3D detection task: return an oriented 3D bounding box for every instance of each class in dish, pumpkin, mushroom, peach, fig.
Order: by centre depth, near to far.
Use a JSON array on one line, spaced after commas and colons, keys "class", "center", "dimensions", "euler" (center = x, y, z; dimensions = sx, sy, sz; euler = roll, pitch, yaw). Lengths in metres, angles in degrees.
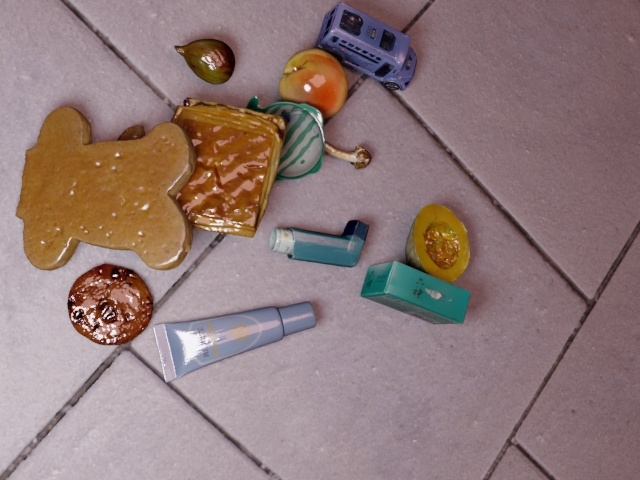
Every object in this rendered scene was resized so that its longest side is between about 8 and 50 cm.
[{"class": "fig", "center": [-0.288, -0.450, 1.726], "dimensions": [0.154, 0.103, 0.109], "euler": [6, 58, -30]}, {"class": "dish", "center": [-0.084, -0.269, 1.774], "dimensions": [0.246, 0.224, 0.078], "euler": [40, 26, 0]}, {"class": "peach", "center": [-0.013, -0.398, 1.797], "dimensions": [0.184, 0.184, 0.184], "euler": [3, 81, -22]}, {"class": "mushroom", "center": [0.051, -0.245, 1.864], "dimensions": [0.187, 0.061, 0.060], "euler": [21, 80, -14]}, {"class": "pumpkin", "center": [0.302, 0.022, 1.903], "dimensions": [0.217, 0.110, 0.218], "euler": [14, 64, -31]}]

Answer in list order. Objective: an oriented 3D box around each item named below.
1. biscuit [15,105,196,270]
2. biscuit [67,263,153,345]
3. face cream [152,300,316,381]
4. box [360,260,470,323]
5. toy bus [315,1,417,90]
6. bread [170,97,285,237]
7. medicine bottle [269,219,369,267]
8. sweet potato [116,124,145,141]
[{"class": "biscuit", "center": [-0.469, -0.114, 1.543], "dimensions": [0.393, 0.076, 0.368], "euler": [0, 80, 7]}, {"class": "biscuit", "center": [-0.478, 0.147, 1.592], "dimensions": [0.192, 0.049, 0.192], "euler": [5, 78, -25]}, {"class": "face cream", "center": [-0.198, 0.224, 1.680], "dimensions": [0.385, 0.086, 0.136], "euler": [-13, 87, -19]}, {"class": "box", "center": [0.250, 0.141, 1.836], "dimensions": [0.244, 0.153, 0.092], "euler": [23, 75, -19]}, {"class": "toy bus", "center": [0.144, -0.526, 1.898], "dimensions": [0.292, 0.133, 0.126], "euler": [21, 74, -18]}, {"class": "bread", "center": [-0.244, -0.162, 1.667], "dimensions": [0.277, 0.167, 0.325], "euler": [11, 73, -8]}, {"class": "medicine bottle", "center": [0.000, 0.000, 1.793], "dimensions": [0.258, 0.079, 0.124], "euler": [7, 84, -21]}, {"class": "sweet potato", "center": [-0.434, -0.098, 1.621], "dimensions": [0.114, 0.092, 0.342], "euler": [-10, 87, -40]}]
